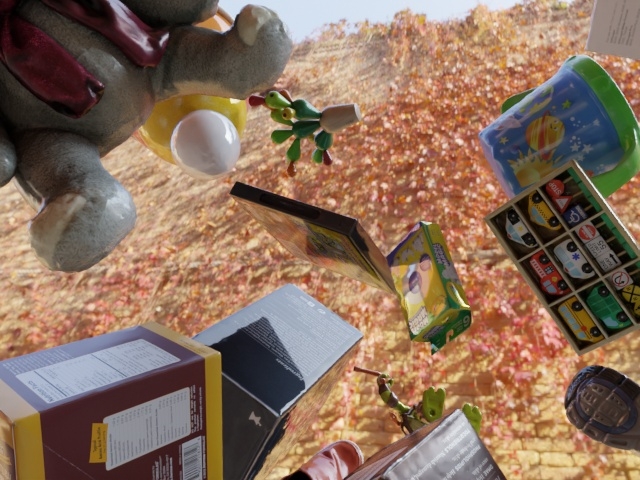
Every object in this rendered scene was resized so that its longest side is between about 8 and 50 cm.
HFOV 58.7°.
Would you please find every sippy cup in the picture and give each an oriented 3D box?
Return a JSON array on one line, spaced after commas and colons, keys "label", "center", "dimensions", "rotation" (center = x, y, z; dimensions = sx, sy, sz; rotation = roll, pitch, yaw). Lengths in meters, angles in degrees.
[{"label": "sippy cup", "center": [0.426, -0.180, 1.047], "dimensions": [0.224, 0.305, 0.240], "rotation": [-30, -91, 14]}]

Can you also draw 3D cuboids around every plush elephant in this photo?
[{"label": "plush elephant", "center": [-0.225, -0.193, 0.432], "dimensions": [0.329, 0.272, 0.255], "rotation": [29, -23, 34]}]

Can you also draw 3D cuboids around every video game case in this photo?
[{"label": "video game case", "center": [0.000, 0.000, 1.022], "dimensions": [0.248, 0.035, 0.275], "rotation": [20, -15, 31]}]

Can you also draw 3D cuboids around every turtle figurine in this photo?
[{"label": "turtle figurine", "center": [0.177, 0.311, 1.015], "dimensions": [0.269, 0.087, 0.217], "rotation": [39, -23, 3]}]

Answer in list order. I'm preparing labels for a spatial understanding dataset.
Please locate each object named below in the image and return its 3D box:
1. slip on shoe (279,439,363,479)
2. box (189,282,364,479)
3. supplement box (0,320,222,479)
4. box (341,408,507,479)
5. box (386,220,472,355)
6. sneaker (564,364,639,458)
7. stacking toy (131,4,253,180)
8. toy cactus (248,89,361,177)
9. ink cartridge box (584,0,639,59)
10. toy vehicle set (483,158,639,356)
[{"label": "slip on shoe", "center": [-0.017, 0.509, 1.166], "dimensions": [0.123, 0.331, 0.101], "rotation": [35, -56, 28]}, {"label": "box", "center": [-0.125, 0.301, 1.119], "dimensions": [0.211, 0.395, 0.294], "rotation": [33, -68, 14]}, {"label": "supplement box", "center": [-0.211, 0.205, 0.547], "dimensions": [0.129, 0.194, 0.192], "rotation": [12, -75, 42]}, {"label": "box", "center": [0.123, 0.340, 0.649], "dimensions": [0.168, 0.167, 0.203], "rotation": [-45, -109, 40]}, {"label": "box", "center": [0.162, 0.073, 0.860], "dimensions": [0.043, 0.179, 0.105], "rotation": [6, -39, -29]}, {"label": "sneaker", "center": [0.433, 0.245, 0.649], "dimensions": [0.129, 0.297, 0.111], "rotation": [23, -79, -34]}, {"label": "stacking toy", "center": [-0.258, -0.253, 1.088], "dimensions": [0.350, 0.480, 0.351], "rotation": [-10, -54, -14]}, {"label": "toy cactus", "center": [-0.016, -0.206, 1.042], "dimensions": [0.180, 0.112, 0.219], "rotation": [-12, -40, 22]}, {"label": "ink cartridge box", "center": [0.545, -0.353, 0.825], "dimensions": [0.232, 0.171, 0.168], "rotation": [26, -50, 36]}, {"label": "toy vehicle set", "center": [0.403, 0.028, 0.892], "dimensions": [0.166, 0.035, 0.267], "rotation": [-38, -102, 30]}]
